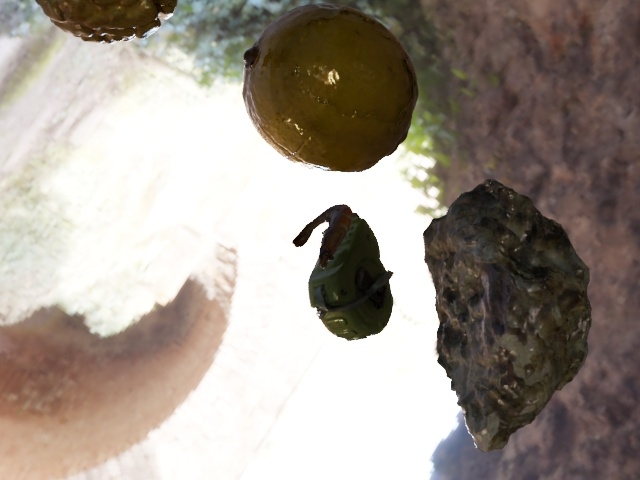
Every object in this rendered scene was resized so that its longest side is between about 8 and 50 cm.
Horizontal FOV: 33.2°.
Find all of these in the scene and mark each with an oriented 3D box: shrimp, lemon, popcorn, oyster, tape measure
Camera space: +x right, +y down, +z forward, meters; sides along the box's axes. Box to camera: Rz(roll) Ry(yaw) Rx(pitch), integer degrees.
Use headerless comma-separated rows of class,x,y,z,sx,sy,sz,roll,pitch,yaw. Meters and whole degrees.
shrimp,0.000,0.000,1.372,0.091,0.025,0.127,-26,-152,26
lemon,0.016,-0.252,1.798,0.297,0.297,0.297,-55,-172,12
popcorn,-0.348,-0.421,1.733,0.200,0.226,0.203,-54,172,-19
oyster,0.197,0.076,1.155,0.198,0.267,0.112,-31,164,34
tape measure,0.057,0.079,1.810,0.106,0.175,0.200,-17,-148,32
